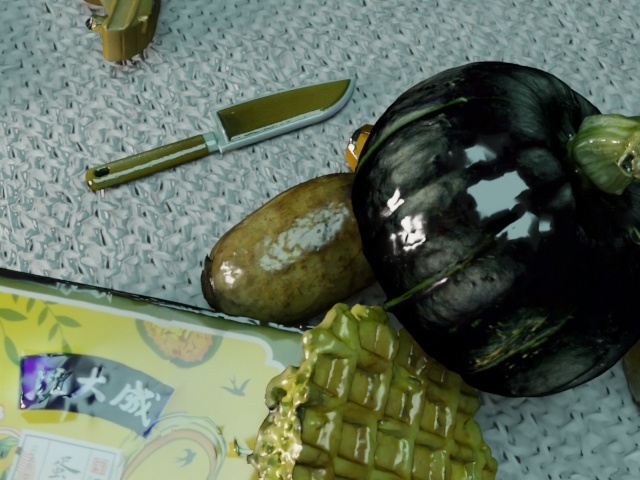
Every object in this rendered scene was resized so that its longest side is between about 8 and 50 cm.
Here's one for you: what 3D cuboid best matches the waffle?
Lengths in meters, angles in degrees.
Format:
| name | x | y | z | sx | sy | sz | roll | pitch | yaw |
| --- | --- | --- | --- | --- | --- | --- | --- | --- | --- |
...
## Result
| name | x | y | z | sx | sy | sz | roll | pitch | yaw |
| --- | --- | --- | --- | --- | --- | --- | --- | --- | --- |
| waffle | 0.045 | 0.218 | 0.665 | 0.312 | 0.060 | 0.307 | -45 | 109 | -41 |

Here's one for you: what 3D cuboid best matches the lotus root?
| name | x | y | z | sx | sy | sz | roll | pitch | yaw |
| --- | --- | --- | --- | --- | --- | --- | --- | --- | --- |
| lotus root | 0.000 | 0.000 | 0.820 | 0.260 | 0.145 | 0.128 | -27 | 110 | -12 |

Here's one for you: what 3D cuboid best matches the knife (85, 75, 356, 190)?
| name | x | y | z | sx | sy | sz | roll | pitch | yaw |
| --- | --- | --- | --- | --- | --- | --- | --- | --- | --- |
| knife | -0.111 | -0.134 | 0.944 | 0.343 | 0.027 | 0.061 | -19 | 62 | -10 |

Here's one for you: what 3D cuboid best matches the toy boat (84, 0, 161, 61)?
| name | x | y | z | sx | sy | sz | roll | pitch | yaw |
| --- | --- | --- | --- | --- | --- | --- | --- | --- | --- |
| toy boat | -0.253 | -0.363 | 1.015 | 0.115 | 0.089 | 0.310 | 6 | 64 | -8 |

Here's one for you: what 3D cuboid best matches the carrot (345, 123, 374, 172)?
| name | x | y | z | sx | sy | sz | roll | pitch | yaw |
| --- | --- | --- | --- | --- | --- | --- | --- | --- | --- |
| carrot | 0.144 | -0.043 | 0.885 | 0.260 | 0.070 | 0.070 | 36 | 68 | 12 |

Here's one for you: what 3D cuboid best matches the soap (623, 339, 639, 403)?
| name | x | y | z | sx | sy | sz | roll | pitch | yaw |
| --- | --- | --- | --- | --- | --- | --- | --- | --- | --- |
| soap | 0.434 | 0.023 | 0.826 | 0.281 | 0.143 | 0.259 | -11 | 65 | -1 |

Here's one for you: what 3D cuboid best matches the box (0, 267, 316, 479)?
| name | x | y | z | sx | sy | sz | roll | pitch | yaw |
| --- | --- | --- | --- | --- | --- | --- | --- | --- | --- |
| box | -0.213 | 0.251 | 0.692 | 0.373 | 0.138 | 0.420 | 11 | 64 | 4 |

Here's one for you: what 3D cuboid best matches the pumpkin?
| name | x | y | z | sx | sy | sz | roll | pitch | yaw |
| --- | --- | --- | --- | --- | --- | --- | --- | --- | --- |
| pumpkin | 0.183 | -0.033 | 0.687 | 0.295 | 0.296 | 0.296 | 1 | 64 | -1 |
